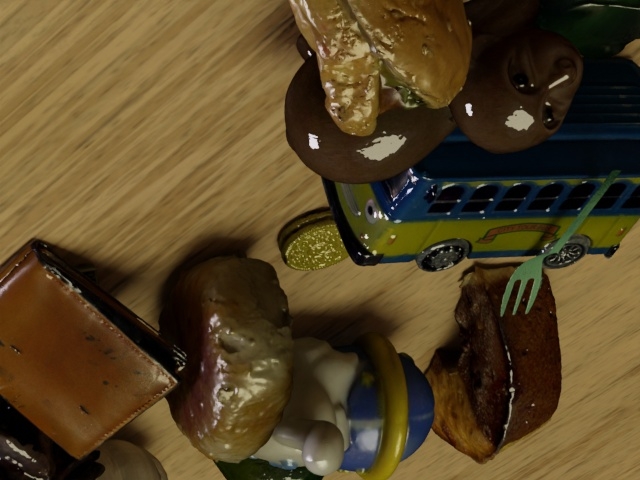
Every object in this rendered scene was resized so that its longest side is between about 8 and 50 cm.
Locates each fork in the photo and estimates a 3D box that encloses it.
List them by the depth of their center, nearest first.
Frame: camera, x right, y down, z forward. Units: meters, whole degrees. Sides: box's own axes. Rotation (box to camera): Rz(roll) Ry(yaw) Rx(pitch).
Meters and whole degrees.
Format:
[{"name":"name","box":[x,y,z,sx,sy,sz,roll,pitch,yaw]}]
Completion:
[{"name":"fork","box":[0.218,-0.003,1.720,0.039,0.021,0.235,-8,149,-26]}]

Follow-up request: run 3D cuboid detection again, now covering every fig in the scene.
[{"name":"fig","box":[-0.076,0.241,2.153,0.177,0.117,0.117,9,140,-26]}]

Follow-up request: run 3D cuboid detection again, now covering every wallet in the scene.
[{"name":"wallet","box":[-0.246,0.104,1.814,0.195,0.042,0.161,42,119,-16]}]

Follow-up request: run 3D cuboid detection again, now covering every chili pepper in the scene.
[{"name":"chili pepper","box":[0.209,-0.228,1.521,0.148,0.116,0.264,-12,149,-3]}]

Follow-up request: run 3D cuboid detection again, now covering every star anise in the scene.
[{"name":"star anise","box":[-0.288,0.249,1.890,0.129,0.283,0.212,-16,-177,33]}]

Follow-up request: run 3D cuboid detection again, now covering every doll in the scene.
[{"name":"doll","box":[0.014,0.171,1.985,0.242,0.159,0.311,14,-178,-14]}]

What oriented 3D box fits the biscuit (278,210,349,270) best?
[{"name":"biscuit","box":[0.000,0.000,1.870,0.084,0.023,0.084,-14,150,-8]}]

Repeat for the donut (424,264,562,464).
[{"name":"donut","box":[0.208,0.150,2.116,0.112,0.151,0.295,-18,151,-20]}]

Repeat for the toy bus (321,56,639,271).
[{"name":"toy bus","box":[0.162,-0.071,1.732,0.287,0.138,0.175,-2,147,-26]}]

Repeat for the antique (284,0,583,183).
[{"name":"antique","box":[0.088,-0.119,1.524,0.257,0.143,0.121,-3,140,22]}]

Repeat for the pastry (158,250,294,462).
[{"name":"pastry","box":[-0.095,0.116,1.851,0.093,0.182,0.192,-3,144,-28]}]

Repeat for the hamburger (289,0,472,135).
[{"name":"hamburger","box":[0.030,-0.198,1.367,0.124,0.131,0.262,-21,110,8]}]

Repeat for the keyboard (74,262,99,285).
[{"name":"keyboard","box":[-0.237,0.064,1.853,0.049,0.015,0.129,-13,150,-9]}]

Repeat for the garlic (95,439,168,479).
[{"name":"garlic","box":[-0.267,0.317,2.096,0.228,0.152,0.228,-26,145,-20]}]
